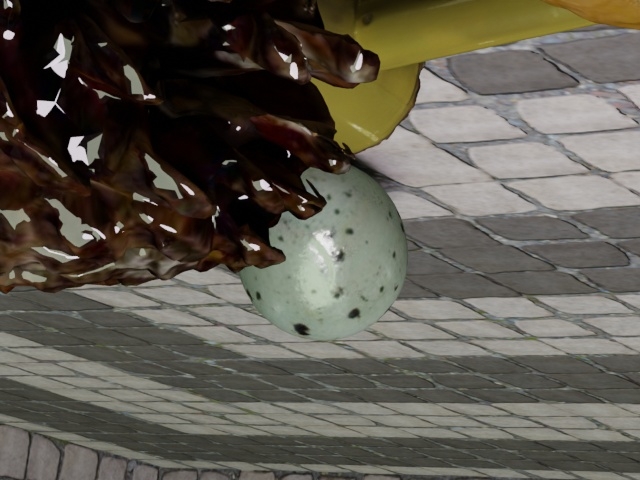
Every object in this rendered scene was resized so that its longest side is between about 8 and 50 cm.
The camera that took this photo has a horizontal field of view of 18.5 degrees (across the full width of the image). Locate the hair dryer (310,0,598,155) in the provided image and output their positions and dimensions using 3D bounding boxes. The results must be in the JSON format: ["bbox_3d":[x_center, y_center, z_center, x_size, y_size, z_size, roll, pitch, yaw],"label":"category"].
[{"bbox_3d":[0.065,-0.123,1.025,0.279,0.090,0.135,-9,157,32],"label":"hair dryer"}]

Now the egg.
[{"bbox_3d":[0.000,0.000,1.449,0.131,0.131,0.164,5,143,8],"label":"egg"}]

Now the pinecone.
[{"bbox_3d":[-0.114,-0.100,0.854,0.296,0.242,0.298,-6,162,13],"label":"pinecone"}]

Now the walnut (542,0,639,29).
[{"bbox_3d":[0.150,-0.134,0.824,0.167,0.087,0.211,-19,166,28],"label":"walnut"}]
